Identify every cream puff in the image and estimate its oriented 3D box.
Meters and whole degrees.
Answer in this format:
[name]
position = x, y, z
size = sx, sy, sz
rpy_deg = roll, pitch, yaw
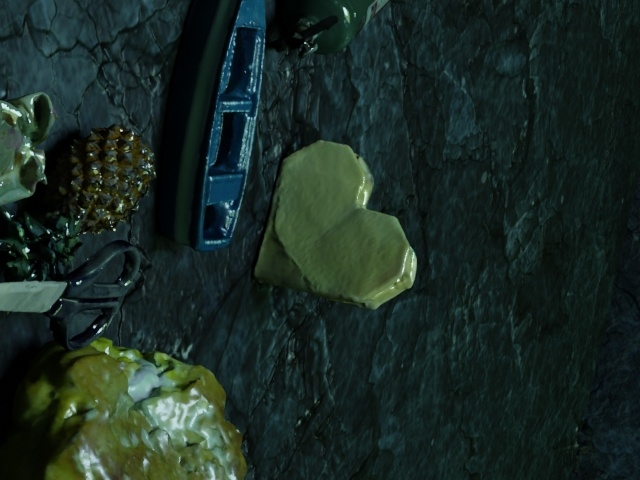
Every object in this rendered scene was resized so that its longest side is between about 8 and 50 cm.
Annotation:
[cream puff]
position = -0.200, 0.218, 1.459
size = 0.282, 0.185, 0.282
rpy_deg = 31, 42, -33

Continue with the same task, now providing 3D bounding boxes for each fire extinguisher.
[fire extinguisher]
position = 0.025, -0.274, 1.762
size = 0.093, 0.118, 0.294
rpy_deg = 54, 44, -14

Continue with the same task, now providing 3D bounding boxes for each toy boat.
[toy boat]
position = -0.107, -0.139, 1.582
size = 0.096, 0.061, 0.299
rpy_deg = -9, 111, -63

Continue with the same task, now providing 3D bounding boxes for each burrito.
[burrito]
position = -0.311, -0.050, 1.189
size = 0.309, 0.066, 0.096
rpy_deg = -29, 129, -55

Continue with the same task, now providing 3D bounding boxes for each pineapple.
[pineapple]
position = -0.216, -0.033, 1.374
size = 0.221, 0.083, 0.103
rpy_deg = -53, 163, -42

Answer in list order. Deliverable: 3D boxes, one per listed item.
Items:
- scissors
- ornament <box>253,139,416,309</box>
[scissors]
position = -0.224, 0.046, 1.287
size = 0.109, 0.022, 0.300
rpy_deg = -61, 164, 7
[ornament]
position = 0.000, 0.000, 1.791
size = 0.180, 0.201, 0.059
rpy_deg = -32, 155, 8
